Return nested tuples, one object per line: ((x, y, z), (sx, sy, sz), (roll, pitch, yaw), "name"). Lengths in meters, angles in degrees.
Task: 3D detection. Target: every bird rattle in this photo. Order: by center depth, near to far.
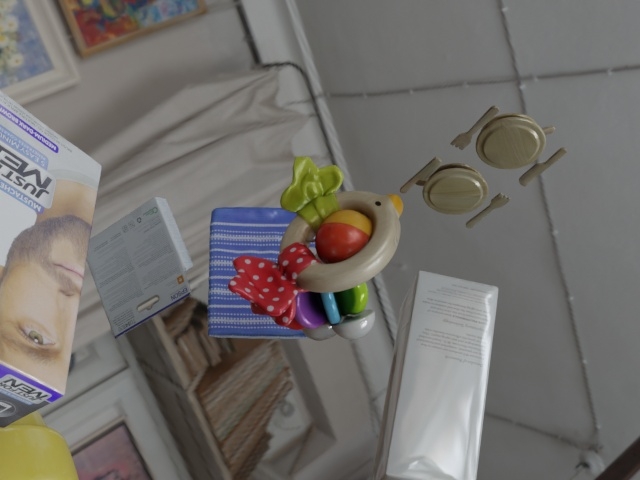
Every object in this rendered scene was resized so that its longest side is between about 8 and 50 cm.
((0.000, 0.000, 1.072), (0.206, 0.253, 0.143), (-2, -52, 30), "bird rattle")

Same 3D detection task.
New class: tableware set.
((0.210, -0.102, 1.060), (0.128, 0.039, 0.194), (26, -44, -22), "tableware set")

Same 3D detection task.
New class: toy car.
((-0.007, 0.094, 1.342), (0.182, 0.136, 0.159), (-10, -82, 48), "toy car")

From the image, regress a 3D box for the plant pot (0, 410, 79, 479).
((-0.472, 0.271, 1.068), (0.239, 0.254, 0.254), (62, -25, 27), "plant pot")

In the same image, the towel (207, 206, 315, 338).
((-0.111, 0.056, 1.692), (0.040, 0.243, 0.336), (99, -11, -49), "towel")

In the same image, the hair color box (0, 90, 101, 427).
((-0.354, 0.005, 0.875), (0.110, 0.339, 0.185), (-27, -46, 25), "hair color box")

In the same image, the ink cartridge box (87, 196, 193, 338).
((-0.371, 0.058, 1.675), (0.223, 0.045, 0.224), (-29, -106, 22), "ink cartridge box")

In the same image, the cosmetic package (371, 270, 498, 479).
((0.195, 0.263, 1.417), (0.155, 0.366, 0.197), (12, -25, 0), "cosmetic package")
